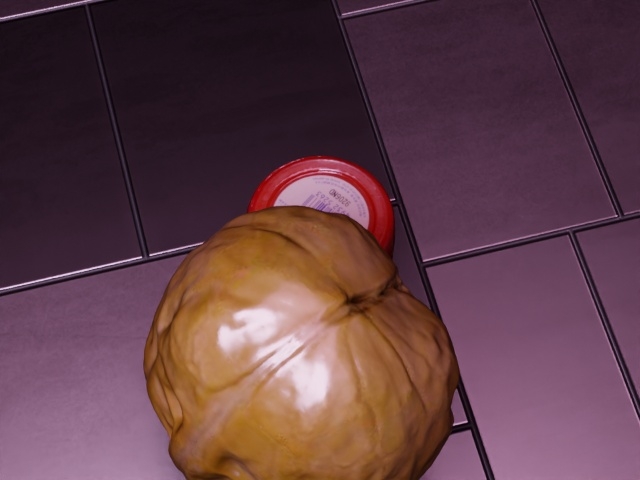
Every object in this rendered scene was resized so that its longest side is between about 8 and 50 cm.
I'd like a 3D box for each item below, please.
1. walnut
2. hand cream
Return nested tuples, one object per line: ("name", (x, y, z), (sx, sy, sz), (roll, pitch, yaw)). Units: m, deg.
("walnut", (-0.032, 0.150, 1.703), (0.308, 0.398, 0.354), (-24, 69, -25))
("hand cream", (0.000, 0.000, 1.936), (0.193, 0.125, 0.193), (0, 64, 0))
